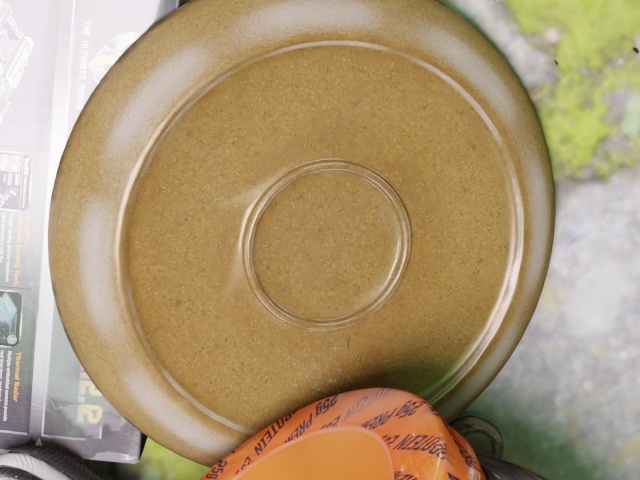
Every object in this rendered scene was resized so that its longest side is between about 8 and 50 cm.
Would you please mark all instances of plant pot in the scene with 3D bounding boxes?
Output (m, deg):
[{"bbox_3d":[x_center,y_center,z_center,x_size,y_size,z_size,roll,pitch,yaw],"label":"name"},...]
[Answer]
[{"bbox_3d":[0.000,0.000,0.750,0.236,0.032,0.236,-4,106,-16],"label":"plant pot"}]

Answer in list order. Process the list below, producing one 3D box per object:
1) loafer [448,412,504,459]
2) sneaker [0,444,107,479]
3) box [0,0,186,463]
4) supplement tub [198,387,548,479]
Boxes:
[{"bbox_3d":[0.049,0.141,0.810,0.045,0.039,0.125,31,101,-5],"label":"loafer"},{"bbox_3d":[-0.105,0.186,0.815,0.132,0.086,0.229,-28,121,35],"label":"sneaker"},{"bbox_3d":[-0.160,-0.023,0.768,0.183,0.056,0.231,5,103,-2],"label":"box"},{"bbox_3d":[0.075,0.236,0.718,0.207,0.207,0.338,-35,112,8],"label":"supplement tub"}]
